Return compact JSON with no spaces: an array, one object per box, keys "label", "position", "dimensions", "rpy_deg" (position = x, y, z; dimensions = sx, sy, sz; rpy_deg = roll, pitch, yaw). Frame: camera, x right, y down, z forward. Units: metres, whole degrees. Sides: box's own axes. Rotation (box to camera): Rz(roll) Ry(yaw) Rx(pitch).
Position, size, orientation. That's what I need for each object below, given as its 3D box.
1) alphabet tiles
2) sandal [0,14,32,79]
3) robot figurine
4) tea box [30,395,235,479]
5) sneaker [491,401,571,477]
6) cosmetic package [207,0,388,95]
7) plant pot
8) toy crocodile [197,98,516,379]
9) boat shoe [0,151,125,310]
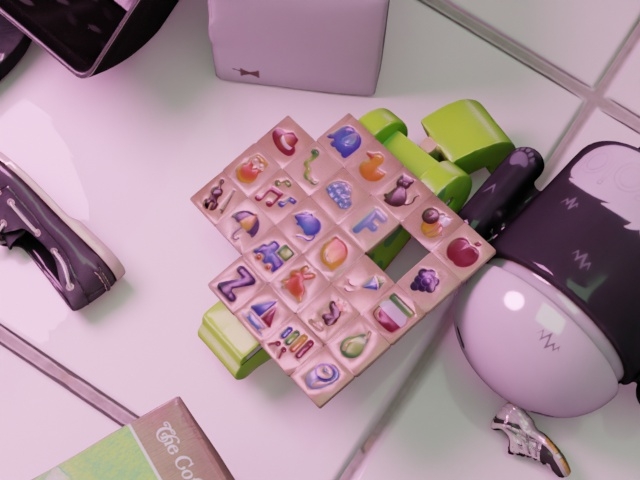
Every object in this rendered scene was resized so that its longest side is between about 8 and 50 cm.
[{"label":"alphabet tiles","position":[0.000,0.000,1.309],"dimensions":[0.198,0.009,0.237],"rpy_deg":[-41,61,-6]},{"label":"sandal","position":[-0.445,-0.103,1.381],"dimensions":[0.167,0.107,0.445],"rpy_deg":[35,77,9]},{"label":"robot figurine","position":[0.242,0.027,1.322],"dimensions":[0.278,0.173,0.209],"rpy_deg":[-46,42,-12]},{"label":"tea box","position":[-0.179,0.311,1.149],"dimensions":[0.323,0.329,0.220],"rpy_deg":[-31,76,-8]},{"label":"sneaker","position":[0.186,0.183,1.350],"dimensions":[0.037,0.032,0.083],"rpy_deg":[-43,73,2]},{"label":"cosmetic package","position":[0.002,-0.389,1.407],"dimensions":[0.161,0.230,0.453],"rpy_deg":[7,75,0]},{"label":"plant pot","position":[-0.198,-0.275,1.385],"dimensions":[0.188,0.167,0.187],"rpy_deg":[39,106,9]},{"label":"toy crocodile","position":[0.034,-0.006,1.368],"dimensions":[0.340,0.105,0.115],"rpy_deg":[-44,62,-9]},{"label":"boat shoe","position":[-0.272,-0.018,1.376],"dimensions":[0.206,0.075,0.065],"rpy_deg":[40,74,5]}]
